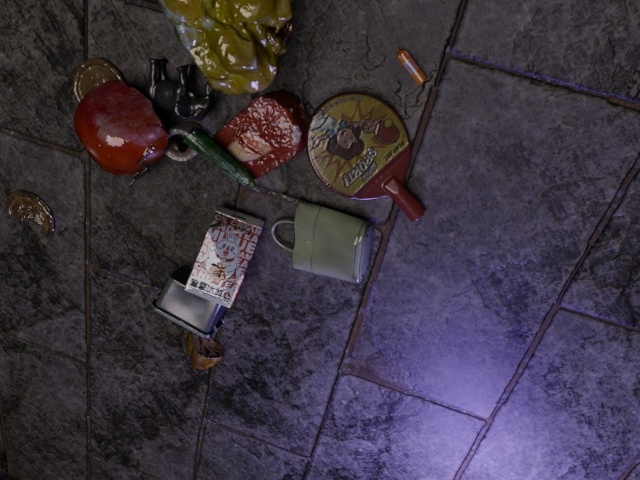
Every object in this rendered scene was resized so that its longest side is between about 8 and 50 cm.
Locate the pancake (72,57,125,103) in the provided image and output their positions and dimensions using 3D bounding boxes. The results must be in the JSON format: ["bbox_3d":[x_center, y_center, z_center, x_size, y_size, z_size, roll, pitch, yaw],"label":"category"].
[{"bbox_3d":[-0.664,-0.447,1.413,0.200,0.021,0.199,6,115,13],"label":"pancake"}]

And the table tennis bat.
[{"bbox_3d":[0.139,-0.211,1.271,0.268,0.051,0.414,-42,107,7],"label":"table tennis bat"}]

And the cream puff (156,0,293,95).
[{"bbox_3d":[-0.191,-0.530,1.071,0.276,0.378,0.378,-25,107,6],"label":"cream puff"}]

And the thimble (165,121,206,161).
[{"bbox_3d":[-0.399,-0.293,1.380,0.115,0.090,0.102,19,121,3],"label":"thimble"}]

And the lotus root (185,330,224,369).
[{"bbox_3d":[-0.441,0.412,1.725,0.160,0.095,0.135,31,122,5],"label":"lotus root"}]

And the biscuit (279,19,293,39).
[{"bbox_3d":[-0.116,-0.560,1.220,0.091,0.015,0.078,39,118,-5],"label":"biscuit"}]

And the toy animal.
[{"bbox_3d":[-0.387,-0.421,1.314,0.245,0.115,0.146,21,114,29],"label":"toy animal"}]

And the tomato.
[{"bbox_3d":[-0.595,-0.304,1.325,0.309,0.170,0.308,14,122,24],"label":"tomato"}]

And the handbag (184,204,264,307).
[{"bbox_3d":[-0.295,0.042,1.488,0.171,0.151,0.297,23,103,-9],"label":"handbag"}]

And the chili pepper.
[{"bbox_3d":[-0.255,-0.207,1.238,0.227,0.088,0.059,39,93,-14],"label":"chili pepper"}]

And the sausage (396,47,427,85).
[{"bbox_3d":[0.227,-0.440,1.179,0.031,0.031,0.107,-35,102,26],"label":"sausage"}]

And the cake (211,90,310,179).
[{"bbox_3d":[-0.155,-0.279,1.287,0.283,0.151,0.176,-32,100,27],"label":"cake"}]

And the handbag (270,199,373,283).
[{"bbox_3d":[0.000,0.000,1.436,0.316,0.109,0.241,16,117,22],"label":"handbag"}]

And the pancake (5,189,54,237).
[{"bbox_3d":[-1.043,-0.093,1.680,0.191,0.020,0.184,-2,115,15],"label":"pancake"}]

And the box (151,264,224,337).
[{"bbox_3d":[-0.425,0.197,1.586,0.244,0.163,0.135,29,109,1],"label":"box"}]
